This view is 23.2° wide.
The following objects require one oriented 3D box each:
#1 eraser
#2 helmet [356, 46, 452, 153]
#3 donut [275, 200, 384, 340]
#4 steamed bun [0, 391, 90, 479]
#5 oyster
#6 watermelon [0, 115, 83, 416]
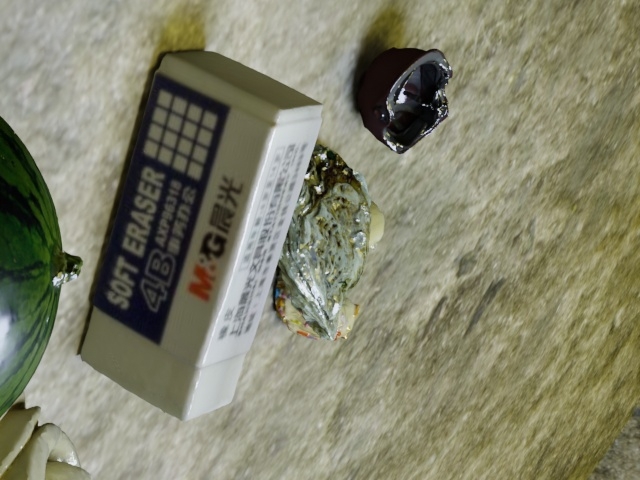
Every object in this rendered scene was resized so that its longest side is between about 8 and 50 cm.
[{"bbox_3d":[-0.100,-0.004,1.278,0.081,0.124,0.279,-16,129,-58],"label":"eraser"},{"bbox_3d":[0.076,-0.148,1.547,0.098,0.070,0.123,-39,144,-27],"label":"helmet"},{"bbox_3d":[0.009,0.033,1.601,0.108,0.065,0.166,-10,123,-60],"label":"donut"},{"bbox_3d":[-0.272,0.195,1.042,0.276,0.203,0.289,-39,147,-43],"label":"steamed bun"},{"bbox_3d":[0.000,0.000,1.517,0.125,0.064,0.177,24,74,-34],"label":"oyster"},{"bbox_3d":[-0.260,0.016,0.844,0.242,0.242,0.242,-45,150,-35],"label":"watermelon"}]
